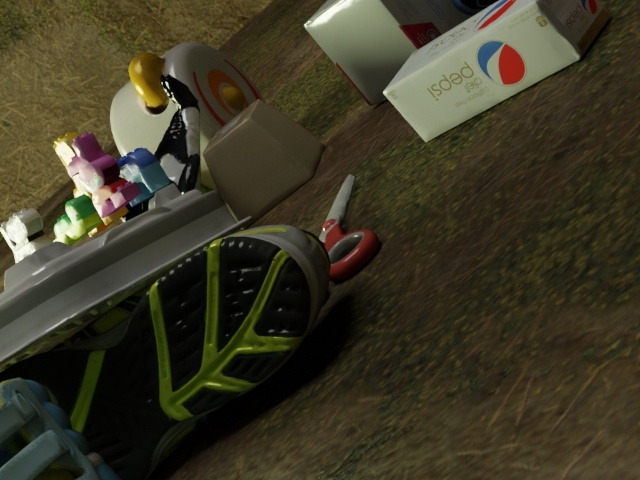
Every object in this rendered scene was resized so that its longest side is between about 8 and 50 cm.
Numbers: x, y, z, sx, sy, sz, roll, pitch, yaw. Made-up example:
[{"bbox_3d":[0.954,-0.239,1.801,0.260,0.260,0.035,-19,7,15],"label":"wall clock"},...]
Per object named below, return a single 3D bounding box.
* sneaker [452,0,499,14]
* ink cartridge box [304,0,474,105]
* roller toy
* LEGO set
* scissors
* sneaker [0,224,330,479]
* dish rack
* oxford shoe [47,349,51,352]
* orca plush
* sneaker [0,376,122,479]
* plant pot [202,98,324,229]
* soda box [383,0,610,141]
[{"bbox_3d":[0.238,-0.329,1.746,0.232,0.081,0.090,-39,6,6],"label":"sneaker"},{"bbox_3d":[0.098,-0.269,1.854,0.127,0.128,0.176,-25,19,51],"label":"ink cartridge box"},{"bbox_3d":[-0.157,-0.150,2.044,0.146,0.209,0.191,-34,1,26],"label":"roller toy"},{"bbox_3d":[-0.219,-0.055,1.466,0.087,0.093,0.227,-31,1,-38],"label":"LEGO set"},{"bbox_3d":[0.000,0.000,1.490,0.109,0.021,0.297,-41,14,8],"label":"scissors"},{"bbox_3d":[-0.139,0.116,1.330,0.385,0.145,0.147,-30,0,24],"label":"sneaker"},{"bbox_3d":[-0.242,0.056,1.423,0.333,0.072,0.285,-30,0,38],"label":"dish rack"},{"bbox_3d":[-0.366,0.161,1.802,0.364,0.130,0.133,-44,19,-10],"label":"oxford shoe"},{"bbox_3d":[-0.185,-0.061,1.806,0.151,0.102,0.287,100,169,-64],"label":"orca plush"},{"bbox_3d":[-0.162,0.186,0.930,0.127,0.208,0.319,-42,13,-7],"label":"sneaker"},{"bbox_3d":[-0.073,-0.096,1.851,0.109,0.096,0.109,-36,14,21],"label":"plant pot"},{"bbox_3d":[0.159,-0.171,1.487,0.216,0.069,0.074,-28,19,49],"label":"soda box"}]
